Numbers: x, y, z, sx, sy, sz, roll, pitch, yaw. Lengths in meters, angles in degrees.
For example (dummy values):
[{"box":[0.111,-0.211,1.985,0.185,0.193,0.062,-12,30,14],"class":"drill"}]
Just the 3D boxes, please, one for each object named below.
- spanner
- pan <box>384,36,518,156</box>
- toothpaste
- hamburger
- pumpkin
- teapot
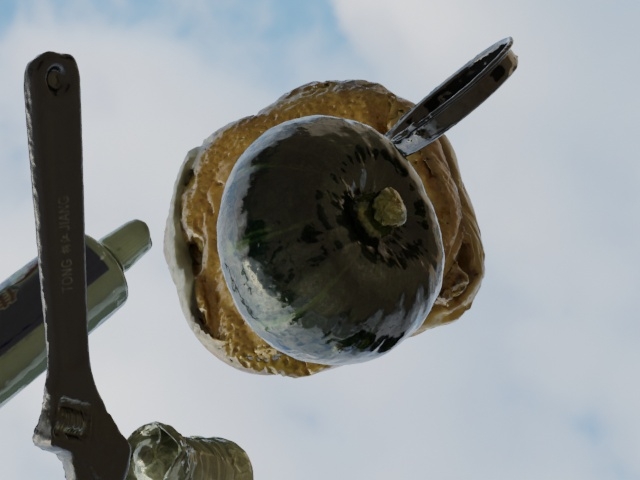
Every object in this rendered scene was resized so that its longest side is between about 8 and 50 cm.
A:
[{"box":[-0.108,0.021,0.823,0.046,0.012,0.209,-12,-76,-42],"class":"spanner"},{"box":[0.074,-0.085,1.463,0.028,0.136,0.235,53,-129,-5],"class":"pan"},{"box":[-0.183,0.071,0.934,0.069,0.047,0.268,34,-122,25],"class":"toothpaste"},{"box":[0.000,0.000,1.779,0.158,0.318,0.319,48,-150,-55],"class":"hamburger"},{"box":[0.008,0.002,1.234,0.167,0.125,0.167,4,-95,-59],"class":"pumpkin"},{"box":[-0.084,0.133,1.086,0.083,0.067,0.057,39,-138,-57],"class":"teapot"}]
